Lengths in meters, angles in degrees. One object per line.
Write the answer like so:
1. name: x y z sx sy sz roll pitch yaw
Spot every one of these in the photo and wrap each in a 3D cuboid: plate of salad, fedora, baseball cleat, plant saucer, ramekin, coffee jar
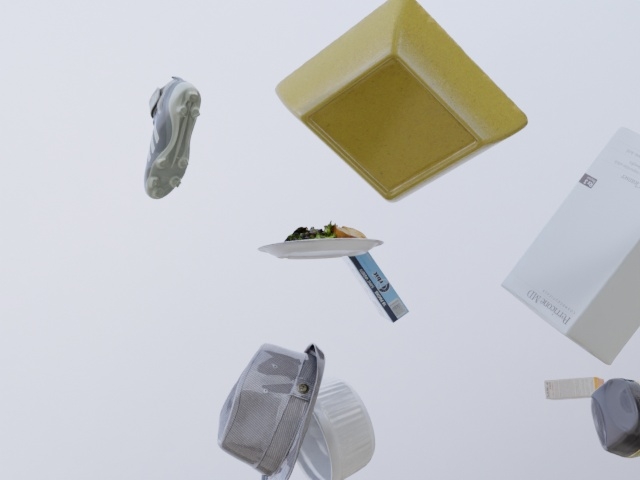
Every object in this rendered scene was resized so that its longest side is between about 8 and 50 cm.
1. plate of salad: 0.000 0.000 1.597 0.199 0.048 0.200 -4 -5 0
2. fedora: -0.093 0.280 1.692 0.124 0.275 0.244 24 -26 -8
3. baseball cleat: -0.260 -0.176 1.726 0.072 0.109 0.206 13 -74 -42
4. plant saucer: 0.130 -0.213 1.765 0.332 0.081 0.333 40 -48 -22
5. ramekin: 0.016 0.358 1.932 0.109 0.207 0.207 -18 -37 -25
6. coffee jar: 0.432 0.235 1.285 0.184 0.096 0.079 15 -46 -22

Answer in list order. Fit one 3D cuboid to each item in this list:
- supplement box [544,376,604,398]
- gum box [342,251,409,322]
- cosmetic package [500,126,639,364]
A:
1. supplement box: 0.469 0.273 1.878 0.098 0.036 0.062 -8 -14 25
2. gum box: 0.103 0.081 1.998 0.041 0.157 0.184 -35 1 -4
3. cosmetic package: 0.543 0.008 1.878 0.156 0.217 0.385 35 -87 -35
